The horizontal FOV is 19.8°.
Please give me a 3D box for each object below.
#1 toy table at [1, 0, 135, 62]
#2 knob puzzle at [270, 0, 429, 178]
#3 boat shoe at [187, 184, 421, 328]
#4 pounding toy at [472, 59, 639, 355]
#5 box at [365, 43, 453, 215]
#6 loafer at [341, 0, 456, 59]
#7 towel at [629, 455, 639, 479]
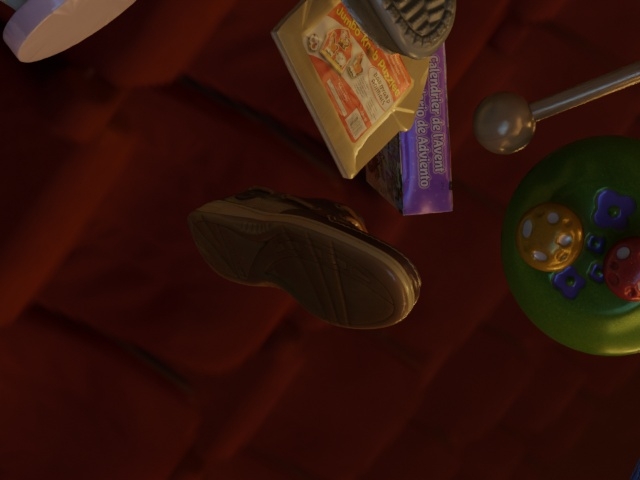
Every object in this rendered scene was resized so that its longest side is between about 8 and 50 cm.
[{"bbox_3d":[-0.285,-0.296,1.883,0.252,0.161,0.274,-37,-178,-4],"label":"toy table"},{"bbox_3d":[0.039,-0.185,1.773,0.030,0.213,0.213,3,-130,45],"label":"knob puzzle"},{"bbox_3d":[0.000,0.000,1.981,0.123,0.123,0.342,-35,-151,-29],"label":"boat shoe"},{"bbox_3d":[0.216,-0.019,1.466,0.183,0.236,0.110,-14,179,20],"label":"pounding toy"},{"bbox_3d":[0.089,-0.147,2.000,0.293,0.057,0.200,-124,-151,-79],"label":"box"},{"bbox_3d":[0.016,-0.249,1.430,0.094,0.251,0.087,-35,-174,-35],"label":"loafer"},{"bbox_3d":[0.360,0.245,1.923,0.243,0.040,0.336,-66,164,5],"label":"towel"}]
